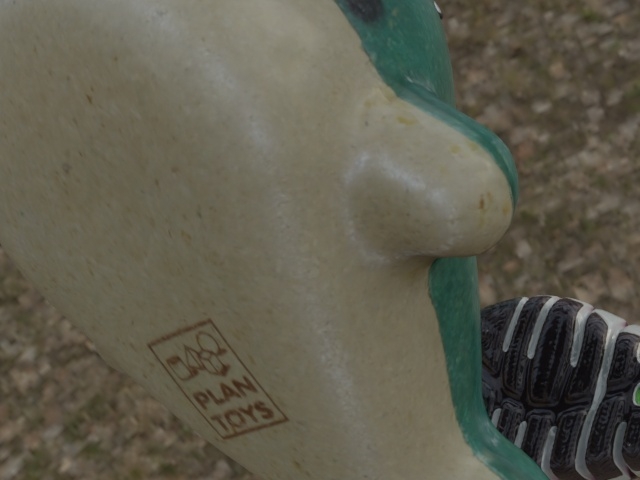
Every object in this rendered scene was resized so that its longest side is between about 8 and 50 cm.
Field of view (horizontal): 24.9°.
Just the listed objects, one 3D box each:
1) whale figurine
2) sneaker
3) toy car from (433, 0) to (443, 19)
[{"bbox_3d":[0.000,0.000,0.504,0.216,0.272,0.141,-26,11,49],"label":"whale figurine"},{"bbox_3d":[0.204,0.111,0.814,0.281,0.162,0.106,5,70,51],"label":"sneaker"},{"bbox_3d":[0.015,-0.193,0.894,0.239,0.053,0.225,-32,51,15],"label":"toy car"}]
